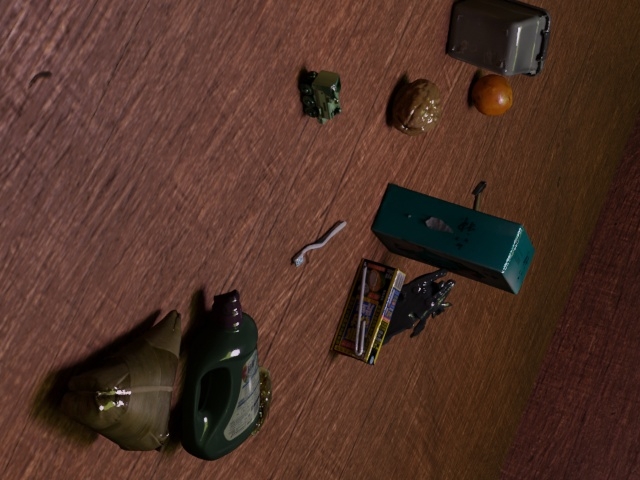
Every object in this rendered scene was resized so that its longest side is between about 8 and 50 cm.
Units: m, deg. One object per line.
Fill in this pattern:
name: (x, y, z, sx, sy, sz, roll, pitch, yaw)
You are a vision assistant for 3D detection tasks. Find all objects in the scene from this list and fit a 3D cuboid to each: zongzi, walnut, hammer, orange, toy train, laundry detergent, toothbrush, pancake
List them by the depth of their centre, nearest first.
zongzi: (-0.210, 0.135, 1.297, 0.160, 0.079, 0.176, 56, 45, -63)
laundry detergent: (-0.128, 0.166, 1.503, 0.144, 0.078, 0.221, -39, 142, -47)
toy train: (0.004, -0.192, 1.577, 0.033, 0.053, 0.083, -59, 153, -31)
pancake: (-0.101, 0.237, 1.694, 0.129, 0.023, 0.116, -26, 130, -67)
toothbrush: (0.000, 0.000, 1.767, 0.162, 0.014, 0.017, -41, 128, -52)
walnut: (0.157, -0.215, 1.896, 0.096, 0.082, 0.079, -59, -177, -32)
orange: (0.328, -0.277, 2.245, 0.083, 0.084, 0.083, -49, 148, -45)
hammer: (0.329, -0.028, 2.523, 0.062, 0.013, 0.198, -40, 141, -53)

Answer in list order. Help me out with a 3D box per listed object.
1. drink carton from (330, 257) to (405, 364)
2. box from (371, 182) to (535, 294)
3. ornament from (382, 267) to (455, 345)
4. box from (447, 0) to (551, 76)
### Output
drink carton: (0.080, 0.120, 1.967, 0.056, 0.071, 0.165, 33, 75, -64)
box: (0.226, -0.002, 1.993, 0.092, 0.245, 0.153, -66, 156, -10)
ornament: (0.151, 0.135, 2.113, 0.202, 0.080, 0.236, -34, 171, -1)
box: (0.300, -0.352, 2.027, 0.093, 0.172, 0.124, -23, 127, -43)
